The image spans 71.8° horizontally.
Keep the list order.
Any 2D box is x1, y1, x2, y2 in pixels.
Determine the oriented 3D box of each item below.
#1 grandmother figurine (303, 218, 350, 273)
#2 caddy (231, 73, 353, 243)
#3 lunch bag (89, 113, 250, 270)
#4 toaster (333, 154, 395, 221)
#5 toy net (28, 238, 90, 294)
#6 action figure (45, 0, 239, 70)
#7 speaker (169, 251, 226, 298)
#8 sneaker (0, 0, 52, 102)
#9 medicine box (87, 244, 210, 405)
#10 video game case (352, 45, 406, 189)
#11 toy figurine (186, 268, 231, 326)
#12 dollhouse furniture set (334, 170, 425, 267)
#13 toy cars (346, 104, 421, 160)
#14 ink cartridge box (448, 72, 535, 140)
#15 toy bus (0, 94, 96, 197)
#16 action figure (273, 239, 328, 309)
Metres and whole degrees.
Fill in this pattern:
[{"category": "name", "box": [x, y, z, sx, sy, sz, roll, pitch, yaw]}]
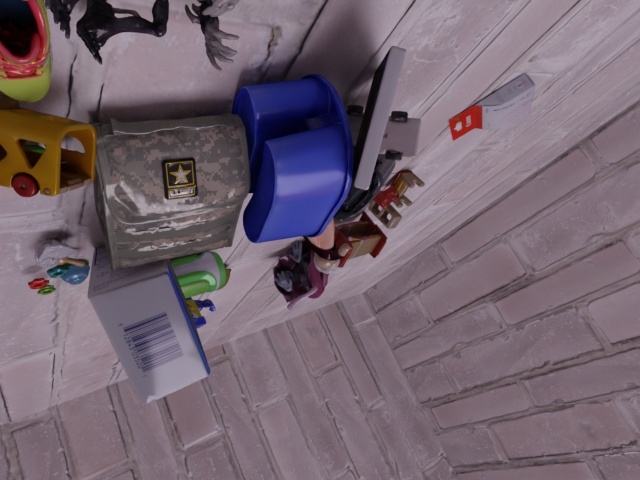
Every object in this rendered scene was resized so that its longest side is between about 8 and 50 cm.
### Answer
[{"category": "grandmother figurine", "box": [0.000, 0.000, 1.413, 0.104, 0.208, 0.342, -40, 149, -16]}, {"category": "caddy", "box": [-0.052, -0.140, 0.814, 0.179, 0.241, 0.341, -12, 159, -24]}, {"category": "lunch bag", "box": [-0.262, -0.093, 0.772, 0.235, 0.168, 0.287, -13, 152, -29]}, {"category": "toaster", "box": [0.094, -0.163, 1.114, 0.227, 0.129, 0.146, -47, -177, 42]}, {"category": "toy net", "box": [-0.575, 0.050, 0.955, 0.122, 0.045, 0.232, -17, 160, -25]}, {"category": "action figure", "box": [-0.128, -0.266, 0.468, 0.276, 0.140, 0.164, -24, 175, -6]}, {"category": "speaker", "box": [-0.423, 0.115, 1.243, 0.297, 0.131, 0.131, -14, 160, -36]}, {"category": "sneaker", "box": [-0.318, -0.204, 0.452, 0.082, 0.094, 0.208, -19, 164, -28]}, {"category": "medicine box", "box": [-0.373, 0.149, 0.966, 0.149, 0.263, 0.289, -21, -155, -16]}, {"category": "video game case", "box": [0.089, -0.205, 0.768, 0.025, 0.203, 0.285, 14, -166, -1]}, {"category": "toy figurine", "box": [-0.433, 0.231, 1.427, 0.363, 0.217, 0.191, -9, 157, -45]}, {"category": "dollhouse furniture set", "box": [0.164, -0.093, 1.540, 0.201, 0.152, 0.374, -11, 141, -41]}, {"category": "toy cars", "box": [0.037, -0.177, 0.984, 0.394, 0.176, 0.087, -32, -179, 19]}, {"category": "ink cartridge box", "box": [0.502, -0.366, 1.301, 0.232, 0.066, 0.189, -35, 163, 13]}, {"category": "toy bus", "box": [-0.390, -0.125, 0.551, 0.202, 0.191, 0.104, -5, 116, -45]}, {"category": "action figure", "box": [-0.035, 0.153, 1.750, 0.248, 0.275, 0.370, -33, 150, 1]}]
